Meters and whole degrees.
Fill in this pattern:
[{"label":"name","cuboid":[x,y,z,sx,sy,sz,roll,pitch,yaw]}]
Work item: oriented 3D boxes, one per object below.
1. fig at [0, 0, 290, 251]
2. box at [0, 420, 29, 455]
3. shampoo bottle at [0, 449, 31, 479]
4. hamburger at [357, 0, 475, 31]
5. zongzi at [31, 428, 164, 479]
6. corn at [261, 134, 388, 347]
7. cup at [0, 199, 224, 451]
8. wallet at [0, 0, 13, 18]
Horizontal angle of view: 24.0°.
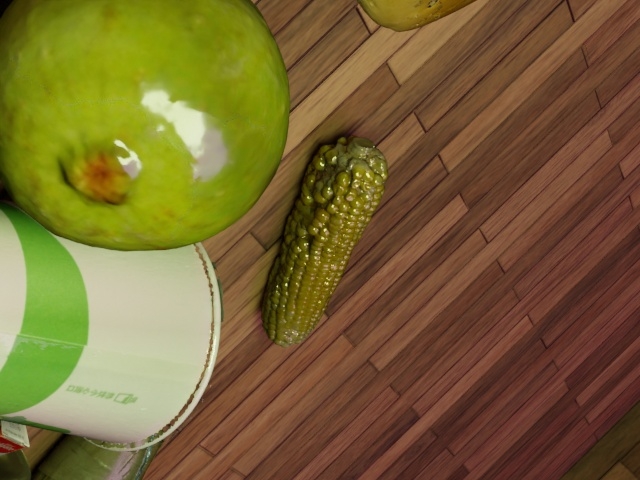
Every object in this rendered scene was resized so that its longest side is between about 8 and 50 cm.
[{"label":"fig","cuboid":[-0.144,-0.131,1.285,0.258,0.258,0.326,-61,-178,26]},{"label":"box","cuboid":[-0.405,0.218,1.524,0.218,0.039,0.055,-20,153,13]},{"label":"shampoo bottle","cuboid":[-0.424,0.351,1.681,0.084,0.125,0.350,-13,140,-47]},{"label":"hamburger","cuboid":[0.143,-0.350,1.487,0.304,0.174,0.284,-32,161,-10]},{"label":"zongzi","cuboid":[-0.258,0.301,1.855,0.228,0.115,0.256,-50,157,-1]},{"label":"corn","cuboid":[0.000,0.000,1.813,0.097,0.097,0.320,-17,142,-40]},{"label":"cup","cuboid":[-0.270,0.068,1.421,0.274,0.253,0.253,15,116,-50]},{"label":"wallet","cuboid":[-0.285,-0.211,1.231,0.230,0.042,0.124,-48,157,10]}]
